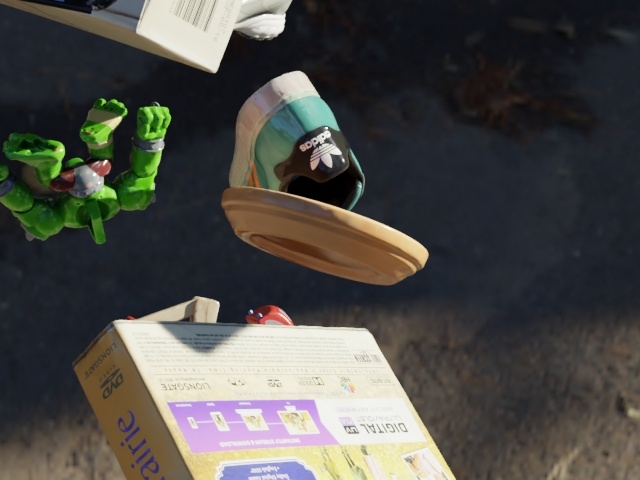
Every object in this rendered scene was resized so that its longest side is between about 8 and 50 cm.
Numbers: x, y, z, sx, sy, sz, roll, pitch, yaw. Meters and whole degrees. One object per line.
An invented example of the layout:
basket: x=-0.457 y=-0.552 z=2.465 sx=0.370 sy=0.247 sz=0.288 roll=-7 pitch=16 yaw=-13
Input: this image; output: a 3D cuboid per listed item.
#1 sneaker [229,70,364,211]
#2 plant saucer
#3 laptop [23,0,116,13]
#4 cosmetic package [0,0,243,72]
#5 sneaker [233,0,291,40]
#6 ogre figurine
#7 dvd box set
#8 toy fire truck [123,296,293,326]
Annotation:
sneaker: x=-0.021 y=-0.055 z=1.698 sx=0.108 sy=0.302 sz=0.121 roll=-31 pitch=74 yaw=-9
plant saucer: x=0.000 y=0.000 z=1.546 sx=0.200 sy=0.200 sz=0.037 roll=15 pitch=81 yaw=11
laptop: x=-0.189 y=-0.276 z=1.232 sx=0.264 sy=0.136 sz=0.234 roll=-38 pitch=31 yaw=9
cosmetic package: x=-0.244 y=-0.274 z=1.661 sx=0.309 sy=0.113 sz=0.160 roll=20 pitch=0 yaw=29
sneaker: x=-0.120 y=-0.307 z=2.073 sx=0.100 sy=0.108 sz=0.271 roll=41 pitch=30 yaw=16
ogre figurine: x=-0.244 y=-0.063 z=1.678 sx=0.197 sy=0.118 sz=0.097 roll=-31 pitch=46 yaw=-26
dvd box set: x=0.026 y=0.244 z=1.206 sx=0.307 sy=0.062 sz=0.420 roll=4 pitch=48 yaw=-52
toy fire truck: x=-0.127 y=0.112 z=1.843 sx=0.192 sy=0.135 sz=0.047 roll=-34 pitch=17 yaw=-16
